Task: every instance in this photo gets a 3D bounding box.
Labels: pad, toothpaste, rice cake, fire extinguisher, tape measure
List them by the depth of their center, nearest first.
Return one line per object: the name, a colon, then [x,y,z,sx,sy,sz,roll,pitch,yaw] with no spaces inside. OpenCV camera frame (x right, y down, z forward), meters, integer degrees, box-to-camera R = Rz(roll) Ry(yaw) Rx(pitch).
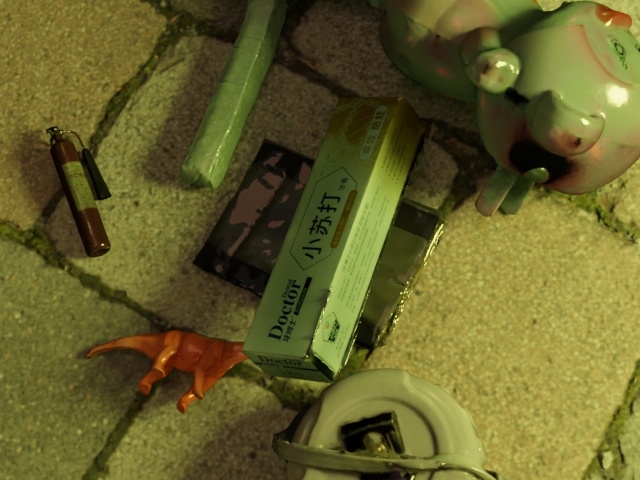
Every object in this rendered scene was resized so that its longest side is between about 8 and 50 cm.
tape measure: [0.059,0.225,1.290,0.236,0.120,0.197,-17,61,5]
toothpaste: [0.019,-0.004,1.364,0.089,0.071,0.312,4,61,34]
pad: [0.000,0.000,1.430,0.233,0.022,0.174,25,76,17]
fire extinguisher: [-0.267,-0.064,1.489,0.049,0.035,0.173,-24,72,4]
rice cake: [-0.095,-0.171,1.494,0.045,0.042,0.245,13,72,25]

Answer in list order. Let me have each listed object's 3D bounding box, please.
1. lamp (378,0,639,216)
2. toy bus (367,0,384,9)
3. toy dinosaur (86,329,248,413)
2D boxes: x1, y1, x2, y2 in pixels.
lamp: [0.199,-0.158,1.372,0.301,0.247,0.247,39,111,26]
toy bus: [0.010,-0.356,1.487,0.256,0.128,0.147,8,50,10]
toy dinosaur: [-0.120,0.129,1.383,0.280,0.055,0.101,12,50,15]
